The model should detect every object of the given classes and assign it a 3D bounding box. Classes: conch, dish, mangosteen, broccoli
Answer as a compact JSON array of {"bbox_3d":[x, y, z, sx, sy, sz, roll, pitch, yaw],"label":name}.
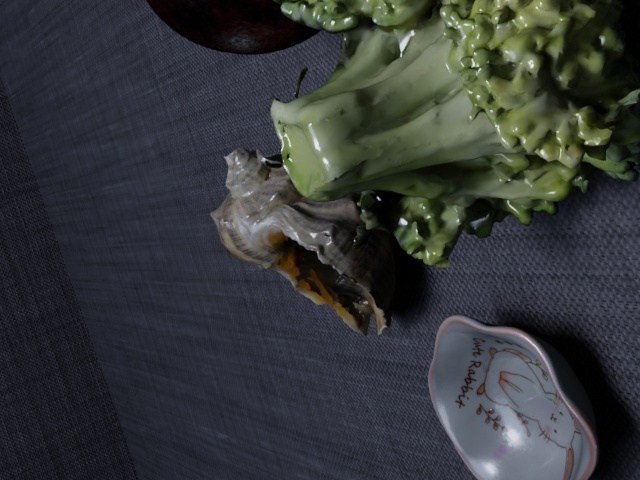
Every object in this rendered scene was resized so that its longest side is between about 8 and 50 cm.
[{"bbox_3d":[0.004,-0.015,1.209,0.291,0.159,0.210,39,156,-29],"label":"conch"},{"bbox_3d":[0.212,0.166,1.036,0.229,0.081,0.229,35,137,41],"label":"dish"},{"bbox_3d":[-0.083,-0.323,1.006,0.288,0.288,0.288,40,141,43],"label":"mangosteen"},{"bbox_3d":[0.096,-0.104,0.835,0.348,0.280,0.293,36,137,48],"label":"broccoli"}]
